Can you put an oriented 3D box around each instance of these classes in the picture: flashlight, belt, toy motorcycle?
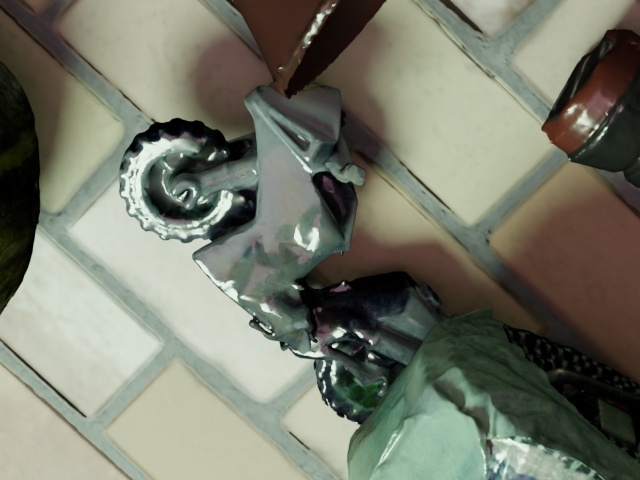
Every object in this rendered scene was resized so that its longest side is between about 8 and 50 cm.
[{"bbox_3d":[0.256,-0.038,1.160,0.232,0.093,0.093,34,109,-4],"label":"flashlight"},{"bbox_3d":[0.144,0.155,1.165,0.257,0.207,0.150,20,109,-32],"label":"belt"},{"bbox_3d":[0.000,0.000,1.203,0.159,0.106,0.270,-42,110,13],"label":"toy motorcycle"}]

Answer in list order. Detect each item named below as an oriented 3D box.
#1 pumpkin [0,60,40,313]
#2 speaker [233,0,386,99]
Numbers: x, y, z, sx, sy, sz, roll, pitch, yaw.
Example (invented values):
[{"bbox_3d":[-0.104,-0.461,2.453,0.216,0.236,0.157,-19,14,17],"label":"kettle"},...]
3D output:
[{"bbox_3d":[-0.338,-0.038,1.193,0.320,0.192,0.320,2,107,6],"label":"pumpkin"},{"bbox_3d":[-0.075,-0.258,1.056,0.329,0.259,0.198,39,87,-4],"label":"speaker"}]
